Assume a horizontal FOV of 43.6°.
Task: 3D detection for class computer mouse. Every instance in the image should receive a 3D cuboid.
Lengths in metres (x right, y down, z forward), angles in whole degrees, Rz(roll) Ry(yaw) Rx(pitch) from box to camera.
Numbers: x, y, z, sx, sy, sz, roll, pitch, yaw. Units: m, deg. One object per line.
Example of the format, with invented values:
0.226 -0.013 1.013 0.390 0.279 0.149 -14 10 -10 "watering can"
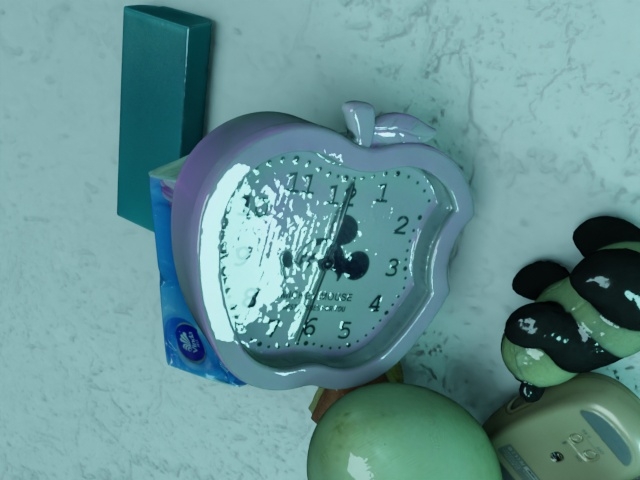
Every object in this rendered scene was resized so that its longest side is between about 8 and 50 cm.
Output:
0.298 0.239 0.968 0.145 0.082 0.236 48 136 4 "computer mouse"

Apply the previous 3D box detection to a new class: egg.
0.092 0.272 0.934 0.219 0.218 0.295 -9 142 30 "egg"

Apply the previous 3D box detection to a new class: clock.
0.000 0.000 0.882 0.102 0.339 0.338 37 133 56 "clock"

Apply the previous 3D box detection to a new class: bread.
0.061 0.196 1.086 0.119 0.067 0.192 34 121 14 "bread"

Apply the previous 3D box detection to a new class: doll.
0.286 0.079 0.878 0.135 0.143 0.234 47 124 -5 "doll"

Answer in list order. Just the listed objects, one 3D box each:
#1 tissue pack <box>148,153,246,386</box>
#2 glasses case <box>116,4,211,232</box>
-0.108 0.019 1.020 0.146 0.198 0.263 10 115 26 "tissue pack"
-0.211 -0.157 1.083 0.117 0.070 0.300 24 122 24 "glasses case"
